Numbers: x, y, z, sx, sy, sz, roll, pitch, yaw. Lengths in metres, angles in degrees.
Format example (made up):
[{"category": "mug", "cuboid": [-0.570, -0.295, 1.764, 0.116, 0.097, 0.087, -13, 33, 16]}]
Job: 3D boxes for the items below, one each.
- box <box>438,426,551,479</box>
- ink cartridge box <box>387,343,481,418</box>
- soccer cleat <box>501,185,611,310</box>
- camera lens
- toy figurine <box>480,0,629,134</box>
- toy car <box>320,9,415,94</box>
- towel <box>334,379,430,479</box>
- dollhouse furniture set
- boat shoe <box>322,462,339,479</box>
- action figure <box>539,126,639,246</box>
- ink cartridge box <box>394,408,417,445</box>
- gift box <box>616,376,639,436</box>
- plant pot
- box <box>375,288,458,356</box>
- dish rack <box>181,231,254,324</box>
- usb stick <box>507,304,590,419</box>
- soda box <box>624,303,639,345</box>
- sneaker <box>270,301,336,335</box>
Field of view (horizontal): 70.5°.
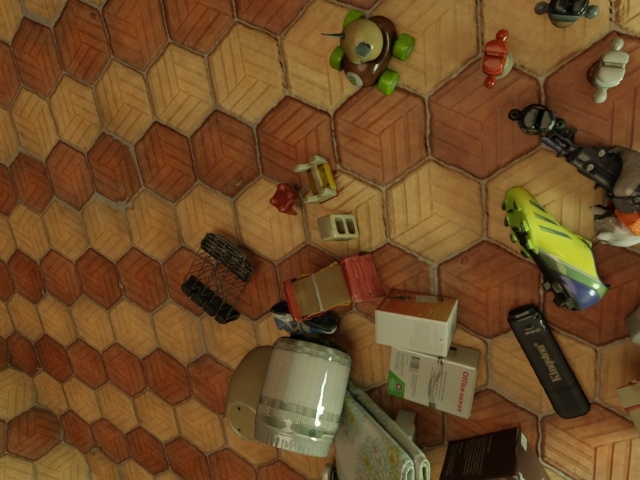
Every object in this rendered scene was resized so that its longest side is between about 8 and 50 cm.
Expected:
[{"category": "box", "cuboid": [0.426, 0.598, 1.109, 0.203, 0.168, 0.167, -30, 92, 32]}, {"category": "ink cartridge box", "cuboid": [0.284, 0.332, 1.135, 0.208, 0.087, 0.153, 12, 112, 24]}, {"category": "soccer cleat", "cuboid": [0.483, 0.005, 0.933, 0.121, 0.093, 0.289, -31, 88, 2]}, {"category": "camera lens", "cuboid": [-0.045, 0.401, 1.199, 0.219, 0.219, 0.274, 4, 69, 26]}, {"category": "toy figurine", "cuboid": [0.412, -0.313, 0.813, 0.209, 0.148, 0.213, -36, 87, 26]}, {"category": "toy car", "cuboid": [0.080, -0.387, 0.923, 0.155, 0.188, 0.149, 32, 119, 14]}, {"category": "towel", "cuboid": [0.146, 0.595, 1.205, 0.374, 0.090, 0.321, 28, 122, 59]}, {"category": "dollhouse furniture set", "cuboid": [0.000, 0.000, 1.153, 0.201, 0.152, 0.374, -21, 80, 32]}, {"category": "boat shoe", "cuboid": [0.065, 0.792, 1.422, 0.070, 0.078, 0.219, -5, 113, 29]}, {"category": "action figure", "cuboid": [0.567, -0.140, 0.776, 0.341, 0.178, 0.330, 31, 110, 13]}, {"category": "ink cartridge box", "cuboid": [0.229, 0.549, 1.233, 0.056, 0.099, 0.135, 4, 110, 20]}, {"category": "gift box", "cuboid": [0.720, 0.344, 0.798, 0.255, 0.258, 0.276, -31, 120, 29]}, {"category": "plant pot", "cuboid": [-0.176, 0.490, 1.367, 0.284, 0.191, 0.284, 10, 112, 25]}, {"category": "box", "cuboid": [0.231, 0.193, 1.087, 0.170, 0.130, 0.091, 6, 111, 25]}, {"category": "dish rack", "cuboid": [-0.305, 0.111, 1.370, 0.208, 0.074, 0.271, 36, 118, 10]}, {"category": "usb stick", "cuboid": [0.514, 0.276, 1.022, 0.077, 0.045, 0.278, -27, 94, 33]}, {"category": "soda box", "cuboid": [0.705, 0.091, 0.831, 0.098, 0.091, 0.286, 32, 119, 12]}, {"category": "sneaker", "cuboid": [-0.044, 0.231, 1.281, 0.211, 0.080, 0.081, 9, 118, 35]}]
